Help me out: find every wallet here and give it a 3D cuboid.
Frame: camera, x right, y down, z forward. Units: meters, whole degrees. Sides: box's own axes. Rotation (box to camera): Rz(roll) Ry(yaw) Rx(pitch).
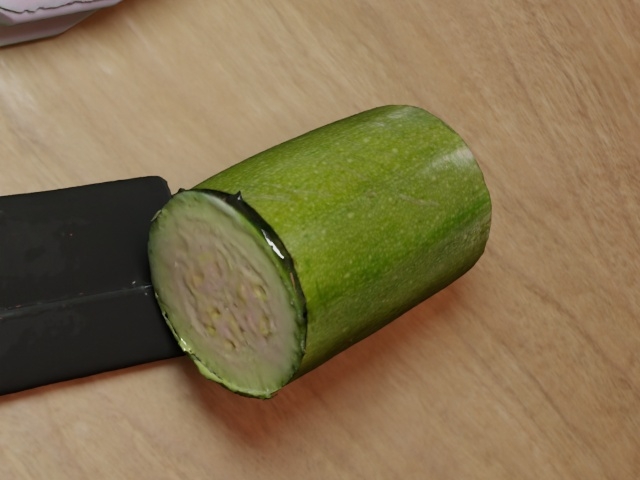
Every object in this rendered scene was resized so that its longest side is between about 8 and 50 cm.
[{"bbox_3d":[-0.336,0.056,1.285,0.406,0.062,0.228,-10,86,-36],"label":"wallet"}]

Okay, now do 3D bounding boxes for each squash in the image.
[{"bbox_3d":[0.000,0.000,1.374,0.384,0.263,0.263,-28,97,-46],"label":"squash"}]

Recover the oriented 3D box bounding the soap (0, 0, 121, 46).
[{"bbox_3d":[-0.355,-0.368,1.302,0.446,0.156,0.261,-19,92,-36],"label":"soap"}]
